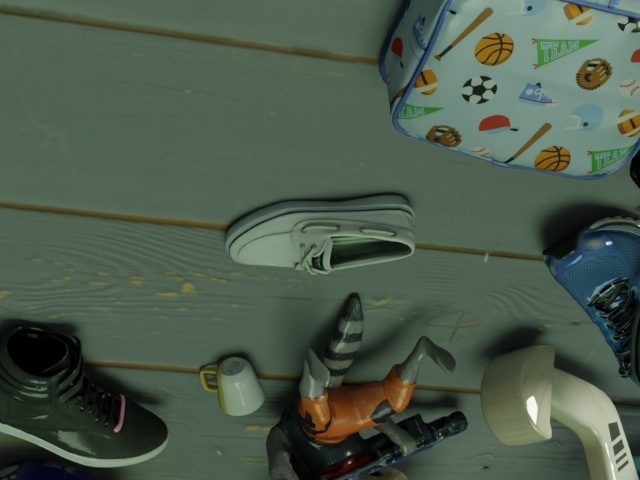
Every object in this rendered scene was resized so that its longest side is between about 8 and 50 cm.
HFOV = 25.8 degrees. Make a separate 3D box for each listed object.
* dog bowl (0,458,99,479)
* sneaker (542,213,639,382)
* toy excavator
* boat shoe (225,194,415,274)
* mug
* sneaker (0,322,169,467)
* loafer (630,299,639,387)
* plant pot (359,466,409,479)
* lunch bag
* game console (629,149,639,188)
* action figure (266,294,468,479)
[{"bbox_3d":[-0.391,0.442,1.960,0.265,0.104,0.265,5,116,11],"label":"dog bowl"},{"bbox_3d":[0.400,0.086,1.740,0.130,0.147,0.330,-35,132,27],"label":"sneaker"},{"bbox_3d":[0.428,0.350,1.940,0.433,0.445,0.222,-5,168,-40],"label":"toy excavator"},{"bbox_3d":[0.000,0.000,1.630,0.226,0.076,0.083,-13,138,5],"label":"boat shoe"},{"bbox_3d":[-0.117,0.189,1.838,0.078,0.062,0.064,-15,131,-2],"label":"mug"},{"bbox_3d":[-0.307,0.198,1.779,0.296,0.104,0.147,21,136,-23],"label":"sneaker"},{"bbox_3d":[0.445,0.059,1.651,0.096,0.084,0.267,20,89,-24],"label":"loafer"},{"bbox_3d":[0.042,0.506,2.056,0.334,0.334,0.305,3,127,-12],"label":"plant pot"},{"bbox_3d":[0.229,-0.191,1.428,0.303,0.115,0.243,9,134,-17],"label":"lunch bag"},{"bbox_3d":[0.418,-0.090,1.604,0.071,0.107,0.122,-4,148,40],"label":"game console"},{"bbox_3d":[0.052,0.222,1.873,0.341,0.178,0.330,-16,154,-34],"label":"action figure"}]
